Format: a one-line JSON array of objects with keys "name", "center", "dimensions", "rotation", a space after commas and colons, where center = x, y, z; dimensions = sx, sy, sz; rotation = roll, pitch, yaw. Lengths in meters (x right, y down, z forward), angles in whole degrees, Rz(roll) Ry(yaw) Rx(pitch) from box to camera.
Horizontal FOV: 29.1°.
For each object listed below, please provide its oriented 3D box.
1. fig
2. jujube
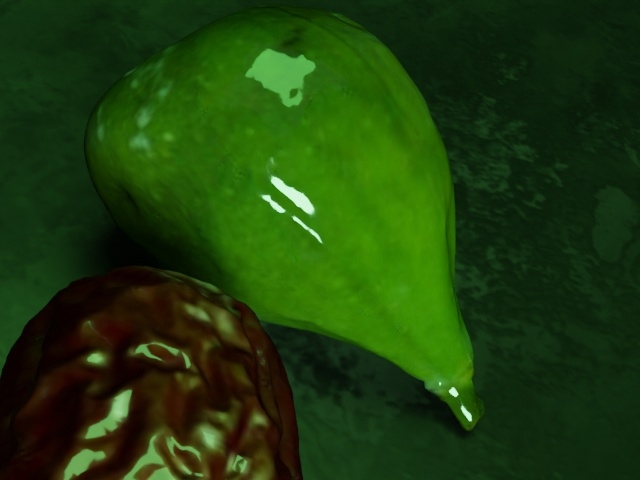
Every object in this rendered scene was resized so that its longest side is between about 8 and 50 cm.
[{"name": "fig", "center": [-0.012, -0.021, 0.877], "dimensions": [0.314, 0.233, 0.233], "rotation": [55, 28, -27]}, {"name": "jujube", "center": [-0.095, 0.120, 0.659], "dimensions": [0.174, 0.174, 0.250], "rotation": [7, 31, -16]}]
